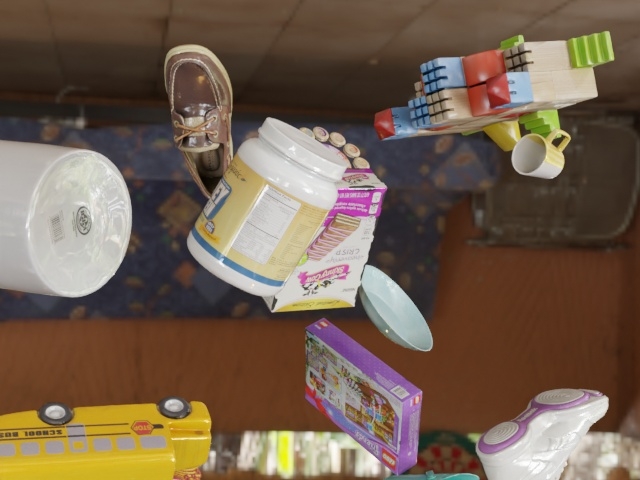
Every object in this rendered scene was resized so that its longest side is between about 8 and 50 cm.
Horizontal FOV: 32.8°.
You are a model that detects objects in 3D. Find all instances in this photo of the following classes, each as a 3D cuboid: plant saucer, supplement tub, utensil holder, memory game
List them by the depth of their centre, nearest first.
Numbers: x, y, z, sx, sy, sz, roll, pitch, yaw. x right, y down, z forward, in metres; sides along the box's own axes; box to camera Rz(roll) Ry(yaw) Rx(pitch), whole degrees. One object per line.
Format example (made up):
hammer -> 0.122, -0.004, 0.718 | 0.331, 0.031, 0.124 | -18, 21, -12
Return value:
supplement tub -> -0.068, -0.044, 1.414 | 0.144, 0.199, 0.144 | 30, -168, -7
plant saucer -> 0.124, 0.130, 1.956 | 0.037, 0.195, 0.195 | -40, 161, 19
memory game -> 0.021, -0.163, 2.191 | 0.186, 0.186, 0.012 | 3, 138, -33
utensil holder -> -0.637, -0.052, 2.282 | 0.386, 0.327, 0.328 | 6, 180, 30

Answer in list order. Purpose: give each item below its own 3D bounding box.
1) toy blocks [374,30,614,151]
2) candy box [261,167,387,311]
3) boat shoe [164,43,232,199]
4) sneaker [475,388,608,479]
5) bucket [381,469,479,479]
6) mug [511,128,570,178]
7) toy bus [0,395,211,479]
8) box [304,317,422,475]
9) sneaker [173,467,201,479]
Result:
toy blocks -> 0.261, -0.248, 1.822 | 0.261, 0.190, 0.381 | -9, 178, -33
candy box -> 0.000, 0.000, 1.763 | 0.159, 0.233, 0.071 | -3, -147, -27
boat shoe -> -0.226, -0.215, 2.081 | 0.123, 0.123, 0.342 | -4, 138, -2
sneaker -> 0.422, 0.380, 2.046 | 0.305, 0.152, 0.114 | -24, -164, -25
bucket -> 0.215, 0.588, 2.144 | 0.281, 0.281, 0.183 | 4, 174, -43
mug -> 0.331, -0.121, 1.598 | 0.064, 0.062, 0.078 | 16, 154, -41
toy bus -> -0.325, 0.316, 1.603 | 0.333, 0.108, 0.130 | 0, -147, -21
box -> 0.080, 0.312, 2.197 | 0.057, 0.200, 0.293 | -25, -137, -32
sneaker -> -0.320, 0.490, 2.208 | 0.175, 0.064, 0.067 | -6, 145, -44
